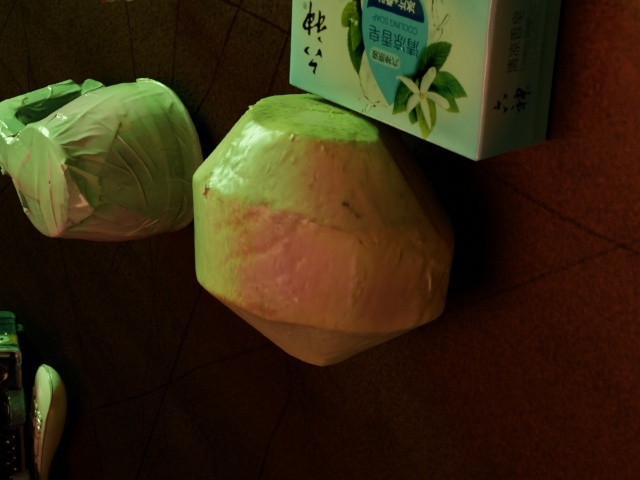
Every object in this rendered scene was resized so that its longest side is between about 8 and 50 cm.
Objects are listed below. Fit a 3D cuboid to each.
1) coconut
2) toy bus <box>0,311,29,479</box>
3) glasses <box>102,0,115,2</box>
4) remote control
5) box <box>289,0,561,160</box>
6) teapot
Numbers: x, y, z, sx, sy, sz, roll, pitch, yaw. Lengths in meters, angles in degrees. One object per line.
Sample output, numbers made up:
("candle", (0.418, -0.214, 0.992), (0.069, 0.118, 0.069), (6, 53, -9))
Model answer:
("coconut", (0.000, 0.000, 1.191), (0.237, 0.197, 0.236), (15, 112, 43))
("toy bus", (-0.458, 0.236, 1.881), (0.167, 0.139, 0.275), (-121, 30, -61))
("glasses", (-0.224, -0.333, 1.302), (0.268, 0.118, 0.234), (-88, -9, -69))
("remote control", (-0.359, 0.247, 1.865), (0.229, 0.044, 0.073), (105, 149, -45))
("box", (0.077, -0.168, 1.123), (0.232, 0.083, 0.142), (27, 124, 42))
("teapot", (-0.239, -0.099, 1.468), (0.221, 0.178, 0.163), (61, 141, 17))
